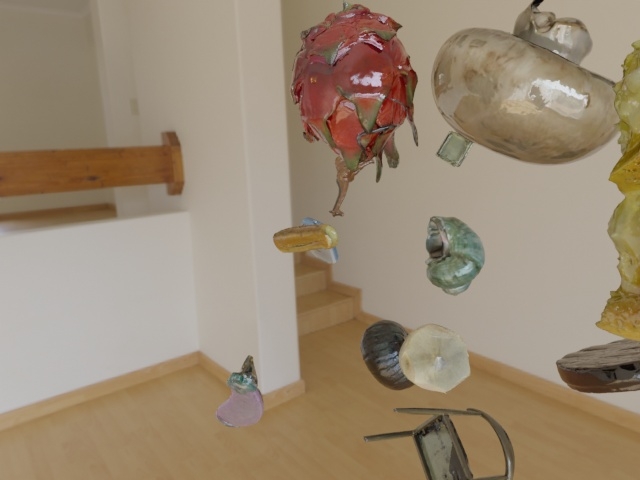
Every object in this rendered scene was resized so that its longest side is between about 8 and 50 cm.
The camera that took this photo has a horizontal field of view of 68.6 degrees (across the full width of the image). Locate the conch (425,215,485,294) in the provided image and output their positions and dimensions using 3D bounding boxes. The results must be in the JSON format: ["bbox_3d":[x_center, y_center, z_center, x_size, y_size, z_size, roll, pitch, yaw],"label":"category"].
[{"bbox_3d":[0.421,0.061,1.504,0.196,0.277,0.220,-27,24,-27],"label":"conch"}]

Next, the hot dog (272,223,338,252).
[{"bbox_3d":[-0.044,-0.004,1.353,0.061,0.087,0.286,-31,19,-32],"label":"hot dog"}]

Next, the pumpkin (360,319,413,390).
[{"bbox_3d":[0.269,0.375,1.608,0.248,0.247,0.248,-2,12,0],"label":"pumpkin"}]

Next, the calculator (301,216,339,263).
[{"bbox_3d":[0.000,0.000,1.609,0.121,0.210,0.039,25,60,29],"label":"calculator"}]

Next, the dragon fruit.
[{"bbox_3d":[0.051,-0.215,0.709,0.192,0.273,0.193,-3,16,20],"label":"dragon fruit"}]

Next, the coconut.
[{"bbox_3d":[0.269,0.275,1.099,0.161,0.160,0.162,-2,-6,-1],"label":"coconut"}]

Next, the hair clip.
[{"bbox_3d":[-0.220,0.452,1.321,0.110,0.358,0.095,-8,47,-26],"label":"hair clip"}]

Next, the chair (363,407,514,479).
[{"bbox_3d":[0.261,0.470,1.020,0.272,0.166,0.188,6,46,-24],"label":"chair"}]

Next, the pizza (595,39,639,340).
[{"bbox_3d":[0.302,-0.057,0.396,0.075,0.287,0.280,1,-32,-9],"label":"pizza"}]

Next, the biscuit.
[{"bbox_3d":[0.893,0.346,1.328,0.408,0.091,0.407,-14,-11,-3],"label":"biscuit"}]

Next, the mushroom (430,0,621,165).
[{"bbox_3d":[0.398,-0.307,0.881,0.363,0.294,0.362,17,26,-8],"label":"mushroom"}]

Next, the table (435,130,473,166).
[{"bbox_3d":[0.354,-0.240,1.236,0.062,0.079,0.083,34,20,16],"label":"table"}]

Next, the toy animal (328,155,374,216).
[{"bbox_3d":[0.097,-0.215,1.669,0.230,0.224,0.066,-35,-31,10],"label":"toy animal"}]
